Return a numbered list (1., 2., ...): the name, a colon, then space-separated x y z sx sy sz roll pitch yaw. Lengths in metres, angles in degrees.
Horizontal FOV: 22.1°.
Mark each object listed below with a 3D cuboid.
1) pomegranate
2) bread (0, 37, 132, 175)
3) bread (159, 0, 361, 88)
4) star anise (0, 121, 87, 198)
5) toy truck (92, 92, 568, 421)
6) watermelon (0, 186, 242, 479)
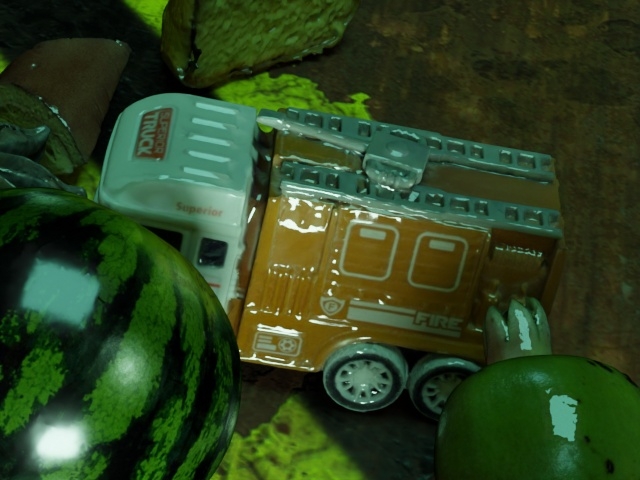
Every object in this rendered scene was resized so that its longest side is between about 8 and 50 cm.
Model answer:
1. pomegranate: 0.161 0.140 1.209 0.180 0.180 0.209 -1 66 -19
2. bread: -0.253 -0.136 1.536 0.119 0.067 0.192 12 37 -3
3. bread: -0.084 -0.255 1.697 0.134 0.129 0.260 30 38 31
4. star anise: -0.325 -0.052 1.377 0.223 0.109 0.236 39 24 -4
5. toy truck: 0.000 0.000 1.328 0.388 0.207 0.173 10 37 -5
6. watermelon: -0.185 0.092 1.106 0.269 0.269 0.269 9 37 -7
